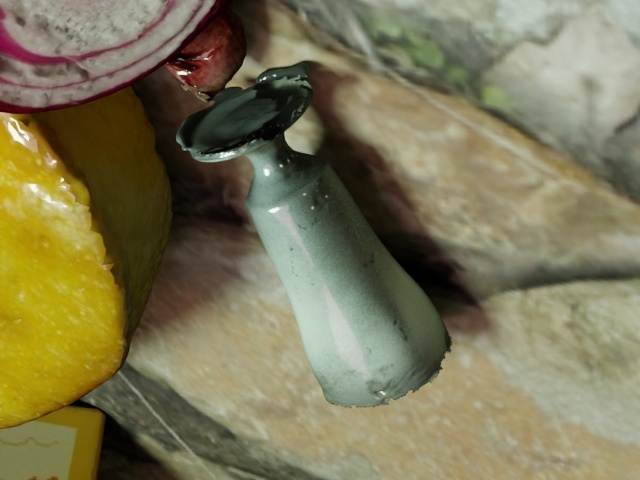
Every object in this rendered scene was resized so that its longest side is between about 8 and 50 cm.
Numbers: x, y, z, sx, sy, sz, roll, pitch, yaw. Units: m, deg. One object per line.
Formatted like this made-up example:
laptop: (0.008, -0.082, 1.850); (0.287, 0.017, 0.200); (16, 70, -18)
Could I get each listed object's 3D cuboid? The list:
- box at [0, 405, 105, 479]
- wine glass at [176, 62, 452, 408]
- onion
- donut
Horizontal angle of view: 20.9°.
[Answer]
box: (-0.282, 0.248, 1.064); (0.259, 0.214, 0.283); (8, 136, -6)
wine glass: (0.000, 0.000, 0.809); (0.072, 0.072, 0.155); (-7, 123, 39)
onion: (-0.102, -0.129, 0.728); (0.173, 0.198, 0.135); (-30, 66, 17)
donut: (-0.208, -0.030, 0.894); (0.303, 0.110, 0.303); (17, 135, 18)
